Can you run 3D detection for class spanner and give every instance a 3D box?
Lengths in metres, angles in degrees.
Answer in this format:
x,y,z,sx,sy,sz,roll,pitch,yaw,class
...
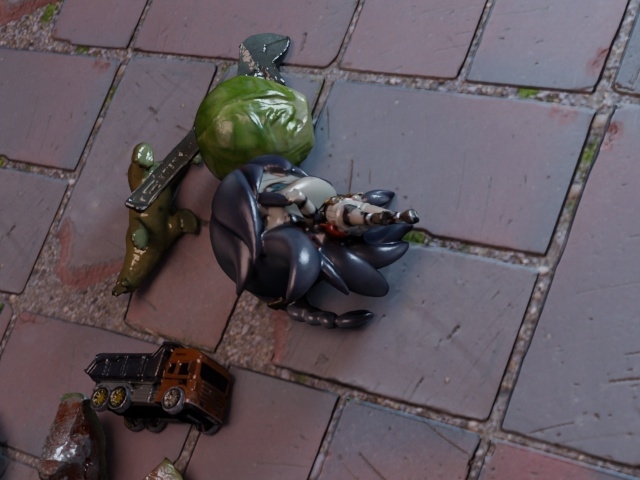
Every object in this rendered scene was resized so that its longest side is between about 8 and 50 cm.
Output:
x,y,z,sx,sy,sz,roll,pitch,yaw,class
-0.142,-0.157,1.892,0.093,0.026,0.325,35,70,18,spanner

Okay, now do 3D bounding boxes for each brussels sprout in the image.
x,y,z,sx,sy,sz,roll,pitch,yaw,class
-0.083,-0.137,1.823,0.155,0.117,0.155,0,81,2,brussels sprout

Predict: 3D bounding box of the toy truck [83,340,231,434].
x,y,z,sx,sy,sz,roll,pitch,yaw,class
-0.202,0.182,1.785,0.192,0.083,0.092,-3,60,36,toy truck

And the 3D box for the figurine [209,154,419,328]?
x,y,z,sx,sy,sz,roll,pitch,yaw,class
-0.015,-0.003,1.689,0.197,0.175,0.265,-57,40,5,figurine

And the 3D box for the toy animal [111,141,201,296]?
x,y,z,sx,sy,sz,roll,pitch,yaw,class
-0.228,-0.033,1.922,0.101,0.103,0.219,-30,52,45,toy animal

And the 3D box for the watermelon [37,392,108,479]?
x,y,z,sx,sy,sz,roll,pitch,yaw,class
-0.305,0.282,1.786,0.071,0.139,0.187,0,85,7,watermelon

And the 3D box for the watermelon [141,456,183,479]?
x,y,z,sx,sy,sz,roll,pitch,yaw,class
-0.221,0.333,1.716,0.135,0.094,0.125,-30,60,26,watermelon

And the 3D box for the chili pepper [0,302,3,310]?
x,y,z,sx,sy,sz,roll,pitch,yaw,class
-0.559,0.129,2.086,0.204,0.072,0.073,-4,83,28,chili pepper
